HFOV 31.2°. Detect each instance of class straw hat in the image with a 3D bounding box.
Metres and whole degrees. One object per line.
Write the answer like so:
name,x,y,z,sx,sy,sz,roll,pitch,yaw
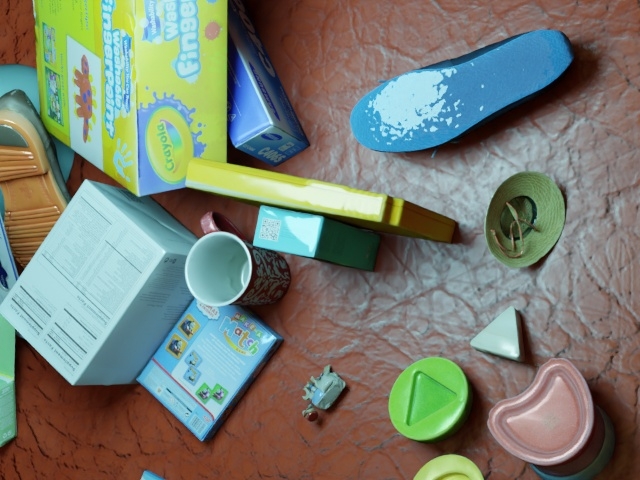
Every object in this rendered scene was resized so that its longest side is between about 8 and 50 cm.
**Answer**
straw hat,0.284,-0.035,1.686,0.061,0.144,0.144,19,92,66

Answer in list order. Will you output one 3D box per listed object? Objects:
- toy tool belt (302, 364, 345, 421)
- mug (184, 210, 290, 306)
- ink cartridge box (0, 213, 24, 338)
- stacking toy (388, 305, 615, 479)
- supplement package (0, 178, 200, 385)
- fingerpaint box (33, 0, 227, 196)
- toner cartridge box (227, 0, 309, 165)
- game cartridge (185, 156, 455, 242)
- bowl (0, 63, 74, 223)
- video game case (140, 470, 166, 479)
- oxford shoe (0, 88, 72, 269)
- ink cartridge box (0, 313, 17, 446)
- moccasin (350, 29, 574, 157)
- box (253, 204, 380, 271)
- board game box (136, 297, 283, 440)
toy tool belt,-0.002,0.238,1.792,0.083,0.052,0.051,-52,37,7
mug,-0.120,0.034,1.792,0.113,0.169,0.150,1,84,23
ink cartridge box,-0.619,-0.004,1.955,0.330,0.071,0.324,19,136,22
stacking toy,0.259,0.278,1.670,0.309,0.130,0.279,-35,46,13
supplement package,-0.337,0.073,1.862,0.198,0.199,0.262,39,100,22
fingerpaint box,-0.295,-0.341,1.748,0.371,0.163,0.444,31,127,48
toner cartridge box,-0.142,-0.298,1.840,0.075,0.165,0.348,-29,75,15
game cartridge,0.008,-0.057,1.686,0.324,0.285,0.052,10,88,23
bowl,-0.608,-0.178,2.025,0.311,0.163,0.311,-3,82,23
video game case,-0.271,0.481,1.891,0.119,0.015,0.166,23,93,23
oxford shoe,-0.466,-0.082,1.920,0.130,0.132,0.363,-2,128,5
ink cartridge box,-0.611,0.227,1.999,0.171,0.056,0.235,14,113,24
moccasin,0.217,-0.208,1.712,0.342,0.117,0.137,-15,91,16
box,0.000,0.000,1.704,0.100,0.244,0.060,11,88,24
board game box,-0.182,0.194,1.872,0.160,0.039,0.211,40,100,21
